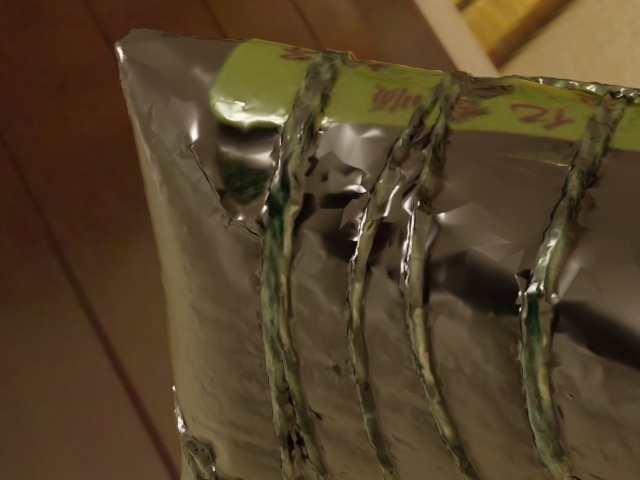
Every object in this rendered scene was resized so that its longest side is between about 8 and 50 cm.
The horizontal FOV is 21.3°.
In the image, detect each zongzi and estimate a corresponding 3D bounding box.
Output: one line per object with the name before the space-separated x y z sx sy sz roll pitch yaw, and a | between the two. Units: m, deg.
zongzi | 0.083 0.047 0.729 0.384 0.319 0.362 -11 14 10
